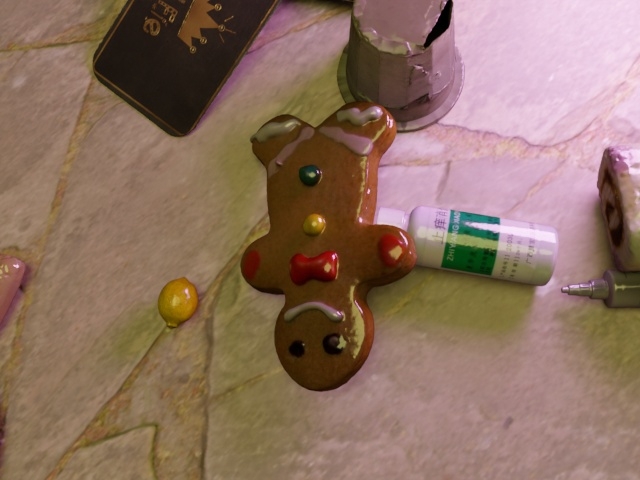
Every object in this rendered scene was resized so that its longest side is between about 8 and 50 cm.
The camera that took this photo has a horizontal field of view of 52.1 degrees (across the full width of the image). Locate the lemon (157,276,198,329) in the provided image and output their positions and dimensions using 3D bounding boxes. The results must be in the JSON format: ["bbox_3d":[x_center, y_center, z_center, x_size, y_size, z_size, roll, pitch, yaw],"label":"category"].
[{"bbox_3d":[-0.220,0.096,1.009,0.062,0.062,0.083,8,77,8],"label":"lemon"}]

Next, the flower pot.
[{"bbox_3d":[0.127,-0.295,1.001,0.213,0.202,0.212,-1,79,4],"label":"flower pot"}]

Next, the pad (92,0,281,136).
[{"bbox_3d":[-0.250,-0.401,1.089,0.315,0.063,0.375,37,97,14],"label":"pad"}]

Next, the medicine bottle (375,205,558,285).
[{"bbox_3d":[0.210,0.003,0.971,0.260,0.095,0.095,8,77,8],"label":"medicine bottle"}]

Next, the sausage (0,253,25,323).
[{"bbox_3d":[-0.559,0.160,1.032,0.066,0.066,0.301,27,83,12],"label":"sausage"}]

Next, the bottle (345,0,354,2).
[{"bbox_3d":[0.004,-0.455,1.110,0.286,0.082,0.082,14,78,9],"label":"bottle"}]

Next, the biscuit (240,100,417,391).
[{"bbox_3d":[-0.001,0.000,0.958,0.283,0.064,0.431,-5,74,29],"label":"biscuit"}]

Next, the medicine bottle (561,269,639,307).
[{"bbox_3d":[0.451,0.069,0.947,0.199,0.057,0.057,-2,76,7],"label":"medicine bottle"}]

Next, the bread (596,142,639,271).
[{"bbox_3d":[0.573,-0.057,0.907,0.339,0.155,0.187,-3,64,6],"label":"bread"}]
